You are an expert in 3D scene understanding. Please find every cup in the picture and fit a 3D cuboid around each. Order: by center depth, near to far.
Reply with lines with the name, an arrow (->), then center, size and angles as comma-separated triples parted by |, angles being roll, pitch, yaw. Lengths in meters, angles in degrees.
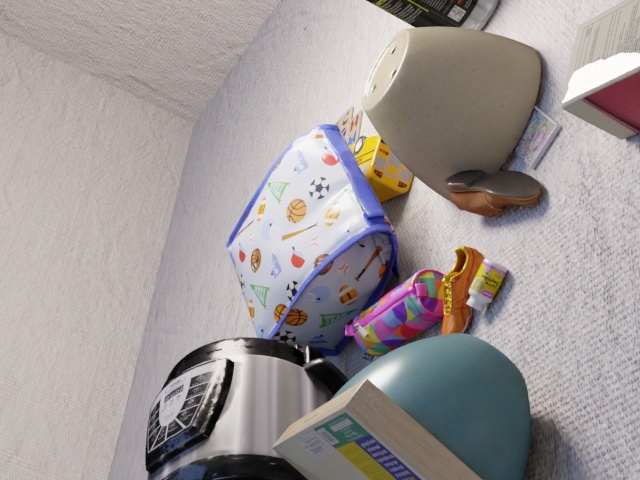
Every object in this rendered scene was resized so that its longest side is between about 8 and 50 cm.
cup -> 0.220, -0.272, 1.915 | 0.331, 0.237, 0.331 | -55, 20, 31

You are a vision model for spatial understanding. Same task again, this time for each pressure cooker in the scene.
pressure cooker -> -0.143, 0.394, 1.915 | 0.420, 0.369, 0.376 | -91, 8, -52

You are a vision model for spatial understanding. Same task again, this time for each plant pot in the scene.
plant pot -> 0.184, 0.247, 1.438 | 0.195, 0.290, 0.290 | -49, 12, -24

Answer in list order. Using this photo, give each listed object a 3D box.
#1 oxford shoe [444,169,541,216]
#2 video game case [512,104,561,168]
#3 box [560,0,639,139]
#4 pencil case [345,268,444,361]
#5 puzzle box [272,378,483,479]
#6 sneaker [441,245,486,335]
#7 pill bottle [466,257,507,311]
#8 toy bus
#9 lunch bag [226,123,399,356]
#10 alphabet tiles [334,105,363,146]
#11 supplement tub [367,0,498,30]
oxford shoe -> 0.308, -0.076, 1.756 | 0.076, 0.076, 0.212 | -30, 21, -25
video game case -> 0.373, -0.184, 1.776 | 0.087, 0.011, 0.122 | -60, 20, 17
box -> 0.474, -0.259, 1.436 | 0.232, 0.126, 0.149 | -23, 47, 62
pencil case -> 0.147, 0.137, 1.859 | 0.236, 0.104, 0.104 | -41, 32, 48
puzzle box -> 0.091, 0.337, 1.423 | 0.052, 0.272, 0.409 | -48, 0, -24
sneaker -> 0.231, 0.093, 1.740 | 0.064, 0.067, 0.175 | -18, 52, 62
pill bottle -> 0.275, 0.075, 1.683 | 0.083, 0.043, 0.043 | -65, 20, 5
toy bus -> 0.091, -0.146, 2.305 | 0.332, 0.108, 0.130 | -20, 50, 62
lunch bag -> 0.000, 0.000, 2.092 | 0.385, 0.238, 0.328 | -61, 40, 35
alphabet tiles -> 0.022, -0.183, 2.661 | 0.285, 0.011, 0.343 | -43, 30, 48
supplement tub -> 0.203, -0.575, 2.166 | 0.207, 0.338, 0.207 | -50, 25, 35
